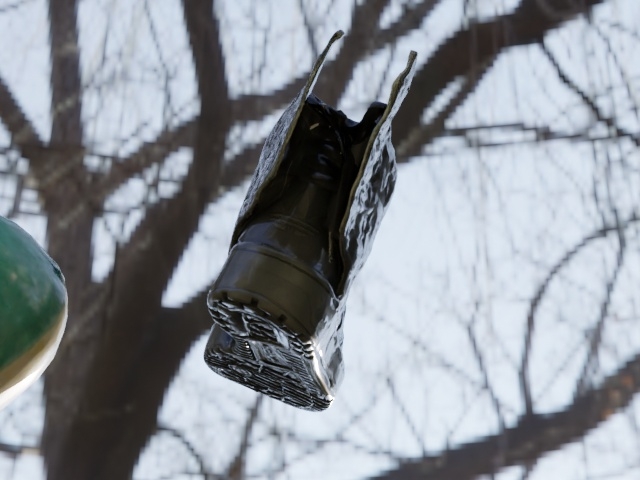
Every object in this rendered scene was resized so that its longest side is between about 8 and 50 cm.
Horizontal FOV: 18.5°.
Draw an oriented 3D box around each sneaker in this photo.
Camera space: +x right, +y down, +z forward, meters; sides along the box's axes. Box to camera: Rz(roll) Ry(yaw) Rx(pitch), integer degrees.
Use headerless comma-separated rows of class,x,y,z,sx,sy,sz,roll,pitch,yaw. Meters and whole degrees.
sneaker,-0.002,-0.001,0.661,0.051,0.089,0.170,21,-15,5

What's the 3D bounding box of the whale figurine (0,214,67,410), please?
whale figurine,-0.158,-0.004,0.378,0.216,0.272,0.141,0,-47,11
